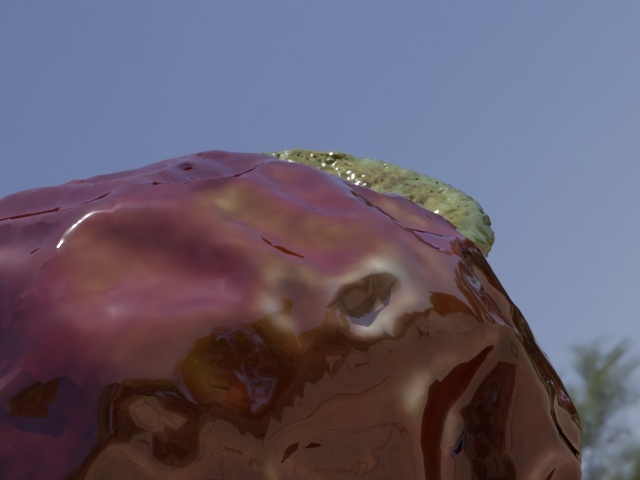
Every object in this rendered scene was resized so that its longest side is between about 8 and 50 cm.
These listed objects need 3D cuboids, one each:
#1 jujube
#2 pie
[{"bbox_3d":[-0.069,0.090,0.587,0.216,0.216,0.342,-34,5,-29],"label":"jujube"},{"bbox_3d":[0.000,0.000,1.629,0.277,0.277,0.078,-26,-50,-47],"label":"pie"}]
